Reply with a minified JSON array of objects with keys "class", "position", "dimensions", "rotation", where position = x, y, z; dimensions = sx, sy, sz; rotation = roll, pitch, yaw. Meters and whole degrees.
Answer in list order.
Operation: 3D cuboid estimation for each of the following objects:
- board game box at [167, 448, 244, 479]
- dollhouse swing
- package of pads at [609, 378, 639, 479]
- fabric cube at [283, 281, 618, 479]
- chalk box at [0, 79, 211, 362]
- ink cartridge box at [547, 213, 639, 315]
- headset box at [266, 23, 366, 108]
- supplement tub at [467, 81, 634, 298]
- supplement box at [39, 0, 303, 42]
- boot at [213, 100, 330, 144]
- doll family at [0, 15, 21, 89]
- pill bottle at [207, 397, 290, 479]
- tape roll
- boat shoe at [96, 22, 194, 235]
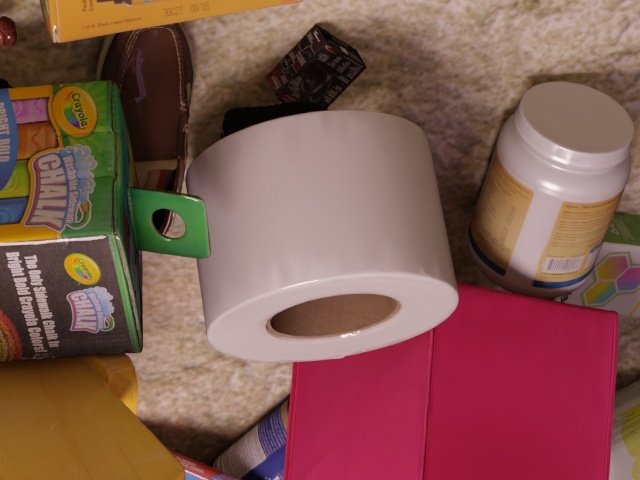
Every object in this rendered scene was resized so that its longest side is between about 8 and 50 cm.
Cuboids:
[{"class":"board game box","position":[-0.183,0.298,1.988],"dimensions":[0.281,0.027,0.145],"rotation":[24,124,-6]},{"class":"dollhouse swing","position":[-0.304,0.264,1.496],"dimensions":[0.347,0.305,0.315],"rotation":[-13,132,-27]},{"class":"package of pads","position":[0.387,0.328,2.265],"dimensions":[0.229,0.101,0.296],"rotation":[-21,128,-35]},{"class":"fabric cube","position":[0.136,0.186,1.897],"dimensions":[0.258,0.254,0.259],"rotation":[10,170,-34]},{"class":"chalk box","position":[-0.242,-0.015,1.522],"dimensions":[0.289,0.179,0.180],"rotation":[-5,143,-2]},{"class":"ink cartridge box","position":[0.316,0.025,2.034],"dimensions":[0.209,0.062,0.109],"rotation":[6,129,-30]},{"class":"headset box","position":[-0.007,-0.161,1.713],"dimensions":[0.062,0.032,0.083],"rotation":[26,117,-41]},{"class":"supplement tub","position":[0.245,-0.053,1.860],"dimensions":[0.144,0.144,0.199],"rotation":[-5,134,-22]},{"class":"supplement box","position":[-0.131,-0.240,1.541],"dimensions":[0.233,0.080,0.078],"rotation":[-13,135,-17]},{"class":"boot","position":[-0.046,-0.092,1.727],"dimensions":[0.121,0.045,0.099],"rotation":[-1,150,-6]},{"class":"doll family","position":[-0.298,-0.126,1.570],"dimensions":[0.111,0.076,0.193],"rotation":[-13,145,14]},{"class":"pill bottle","position":[-0.064,0.286,2.060],"dimensions":[0.219,0.123,0.123],"rotation":[-41,136,17]},{"class":"tape roll","position":[0.000,0.000,1.691],"dimensions":[0.246,0.169,0.246],"rotation":[-8,160,-3]},{"class":"boat shoe","position":[-0.157,-0.101,1.651],"dimensions":[0.095,0.095,0.257],"rotation":[-10,135,-17]}]
